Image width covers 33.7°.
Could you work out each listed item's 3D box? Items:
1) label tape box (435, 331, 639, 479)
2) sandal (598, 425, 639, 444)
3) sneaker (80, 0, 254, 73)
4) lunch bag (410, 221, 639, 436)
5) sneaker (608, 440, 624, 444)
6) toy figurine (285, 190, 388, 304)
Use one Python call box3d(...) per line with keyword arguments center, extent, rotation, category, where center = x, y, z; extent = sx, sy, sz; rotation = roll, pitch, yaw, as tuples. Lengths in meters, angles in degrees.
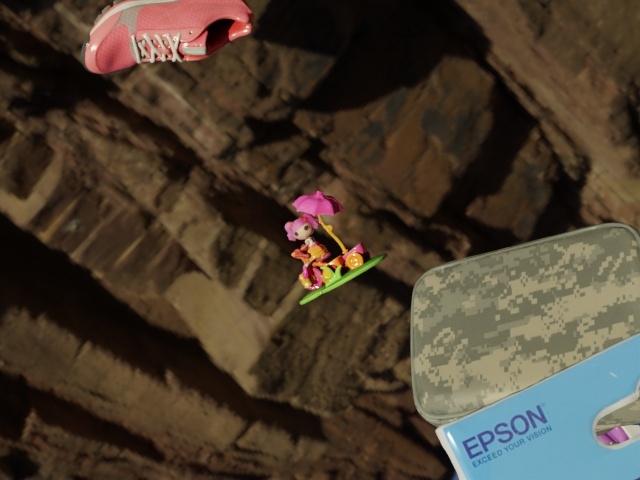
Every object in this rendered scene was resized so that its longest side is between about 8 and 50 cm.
box3d(center=(0.244, 0.206, 0.638), extent=(0.347, 0.249, 0.115), rotation=(64, 178, -2), category="label tape box")
box3d(center=(0.425, 0.303, 1.619), extent=(0.102, 0.169, 0.416), rotation=(25, -127, -65), category="sandal")
box3d(center=(-0.257, -0.358, 1.816), extent=(0.136, 0.314, 0.116), rotation=(53, 162, 34), category="sneaker")
box3d(center=(0.280, 0.139, 1.235), extent=(0.256, 0.305, 0.212), rotation=(41, -139, -45), category="lunch bag")
box3d(center=(0.358, 0.250, 1.163), extent=(0.170, 0.075, 0.063), rotation=(48, -139, -71), category="sneaker")
box3d(center=(0.000, 0.000, 1.767), extent=(0.159, 0.173, 0.130), rotation=(60, -160, 0), category="toy figurine")
